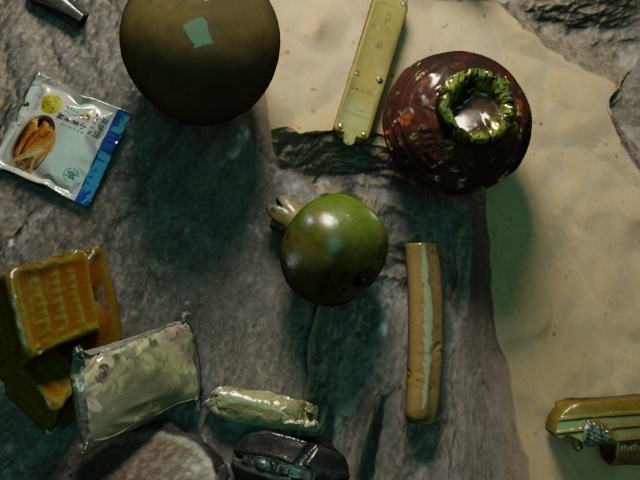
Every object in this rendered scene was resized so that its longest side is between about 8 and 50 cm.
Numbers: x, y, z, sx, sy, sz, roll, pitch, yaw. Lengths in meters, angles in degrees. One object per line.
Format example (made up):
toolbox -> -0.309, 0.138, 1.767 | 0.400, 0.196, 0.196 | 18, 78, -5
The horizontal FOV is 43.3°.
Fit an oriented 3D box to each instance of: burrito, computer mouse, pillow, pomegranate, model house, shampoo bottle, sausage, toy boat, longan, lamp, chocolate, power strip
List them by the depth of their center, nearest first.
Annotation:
chocolate -> -0.263, 0.437, 1.160 | 0.303, 0.303, 0.213 | -12, 117, -8
model house -> -0.388, 0.143, 1.174 | 0.173, 0.239, 0.268 | -14, 85, -7
pillow -> -0.273, 0.203, 1.203 | 0.059, 0.255, 0.169 | 1, 98, 33
longan -> -0.183, -0.300, 1.233 | 0.258, 0.258, 0.258 | 1, 84, -7
pomegranate -> 0.011, -0.005, 1.275 | 0.179, 0.179, 0.210 | -24, 75, -8
computer mouse -> -0.045, 0.362, 1.281 | 0.192, 0.062, 0.106 | 12, 85, -7
lamp -> 0.219, -0.188, 1.288 | 0.247, 0.247, 0.247 | 1, 84, -7
burrito -> -0.092, 0.270, 1.294 | 0.188, 0.045, 0.058 | 10, 68, -2
sausage -> 0.169, 0.150, 1.328 | 0.066, 0.066, 0.301 | 1, 86, -7
shampoo bottle -> -0.447, -0.401, 1.329 | 0.137, 0.027, 0.048 | 35, 79, -2
toy boat -> 0.531, 0.315, 1.339 | 0.310, 0.089, 0.115 | -2, 87, -7
power strip -> 0.088, -0.301, 1.375 | 0.064, 0.044, 0.305 | 17, 84, -4

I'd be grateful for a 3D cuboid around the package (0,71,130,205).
package -> -0.419, -0.164, 1.308 | 0.173, 0.027, 0.171 | 23, 82, 0
